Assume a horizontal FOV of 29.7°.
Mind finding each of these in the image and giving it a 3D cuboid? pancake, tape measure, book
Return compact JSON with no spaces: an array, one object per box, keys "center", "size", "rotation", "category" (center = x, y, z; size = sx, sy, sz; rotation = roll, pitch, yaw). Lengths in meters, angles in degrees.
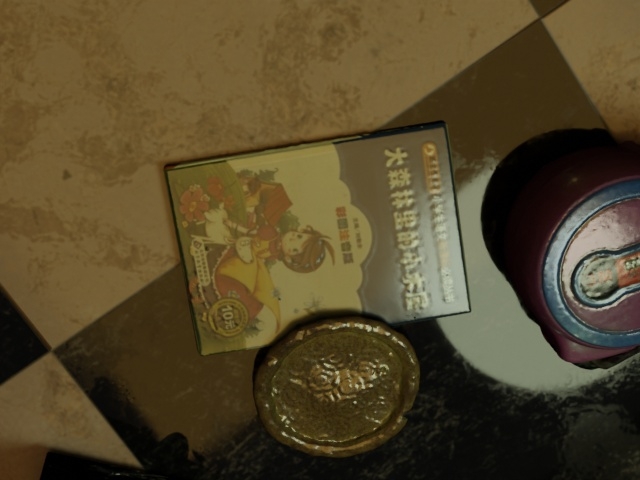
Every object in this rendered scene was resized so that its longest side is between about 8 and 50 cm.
[{"center":[0.020,0.172,1.394],"size":[0.199,0.021,0.199],"rotation":[-2,113,-4],"category":"pancake"},{"center":[0.323,0.018,1.329],"size":[0.231,0.149,0.245],"rotation":[-16,112,-3],"category":"tape measure"},{"center":[0.000,0.000,1.361],"size":[0.322,0.018,0.228],"rotation":[-10,105,-1],"category":"book"}]

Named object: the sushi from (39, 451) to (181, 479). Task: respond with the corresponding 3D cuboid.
[{"center":[-0.236,0.397,1.344],"size":[0.215,0.212,0.227],"rotation":[14,103,-8],"category":"sushi"}]
